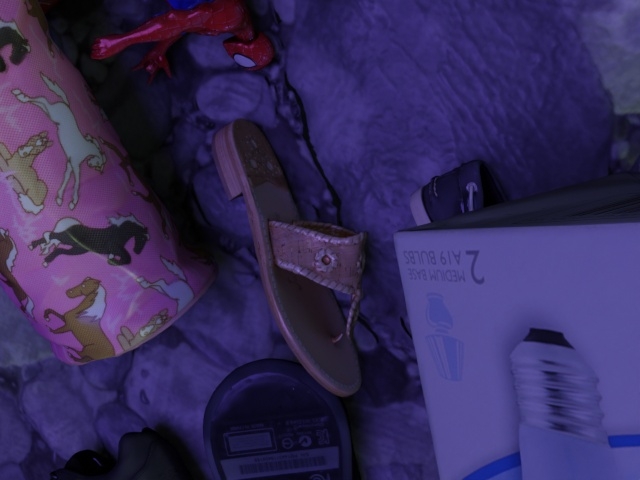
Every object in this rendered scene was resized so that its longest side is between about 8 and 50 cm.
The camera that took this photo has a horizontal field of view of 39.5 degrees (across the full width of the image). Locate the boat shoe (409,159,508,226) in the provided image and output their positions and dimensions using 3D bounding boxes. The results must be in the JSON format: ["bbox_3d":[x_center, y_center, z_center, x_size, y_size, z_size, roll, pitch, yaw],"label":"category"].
[{"bbox_3d":[0.143,0.035,0.645,0.065,0.075,0.206,-37,79,28],"label":"boat shoe"}]

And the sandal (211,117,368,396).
[{"bbox_3d":[-0.003,0.001,0.697,0.079,0.088,0.240,-30,81,28],"label":"sandal"}]

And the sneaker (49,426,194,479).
[{"bbox_3d":[-0.228,0.276,0.850,0.286,0.109,0.130,-34,78,16],"label":"sneaker"}]

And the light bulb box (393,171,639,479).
[{"bbox_3d":[0.252,0.142,0.451,0.358,0.225,0.360,-3,99,60],"label":"light bulb box"}]

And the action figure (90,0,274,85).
[{"bbox_3d":[-0.164,-0.199,0.676,0.280,0.091,0.139,35,114,-27],"label":"action figure"}]

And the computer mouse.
[{"bbox_3d":[-0.031,0.217,0.754,0.189,0.072,0.272,-3,105,5],"label":"computer mouse"}]

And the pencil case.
[{"bbox_3d":[-0.232,-0.084,0.687,0.160,0.167,0.386,-10,116,47],"label":"pencil case"}]

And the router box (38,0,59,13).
[{"bbox_3d":[-0.288,-0.377,0.758,0.301,0.082,0.335,-31,86,25],"label":"router box"}]
